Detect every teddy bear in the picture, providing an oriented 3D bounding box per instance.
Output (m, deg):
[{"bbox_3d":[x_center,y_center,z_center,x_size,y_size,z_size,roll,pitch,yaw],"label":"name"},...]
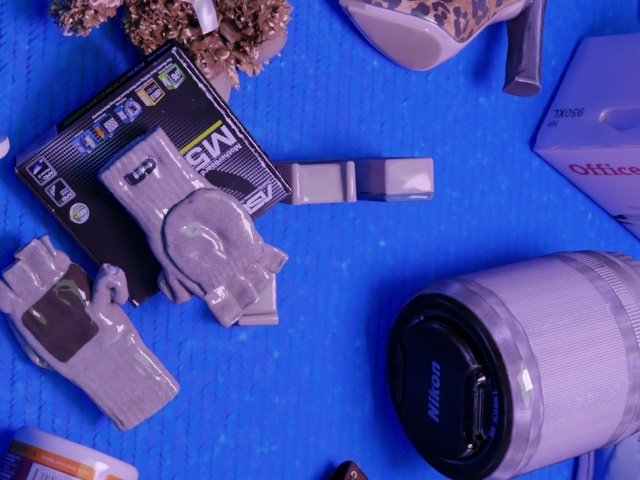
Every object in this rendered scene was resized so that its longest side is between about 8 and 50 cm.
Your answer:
[{"bbox_3d":[-0.151,-0.267,1.489,0.338,0.113,0.245,40,77,-38],"label":"teddy bear"}]

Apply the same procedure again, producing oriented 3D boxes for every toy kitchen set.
[{"bbox_3d":[0.000,0.000,1.610,0.207,0.122,0.166,-3,94,-15],"label":"toy kitchen set"}]

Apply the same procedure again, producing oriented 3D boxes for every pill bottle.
[{"bbox_3d":[-0.255,0.288,1.416,0.121,0.121,0.221,28,76,-33],"label":"pill bottle"}]

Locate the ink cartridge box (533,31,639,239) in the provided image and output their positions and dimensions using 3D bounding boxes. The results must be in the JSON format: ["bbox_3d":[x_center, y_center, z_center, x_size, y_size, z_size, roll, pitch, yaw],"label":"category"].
[{"bbox_3d":[0.487,-0.073,1.823,0.395,0.285,0.166,35,71,-32],"label":"ink cartridge box"}]

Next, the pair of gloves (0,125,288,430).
[{"bbox_3d":[-0.170,0.037,1.461,0.240,0.042,0.204,-45,111,3],"label":"pair of gloves"}]

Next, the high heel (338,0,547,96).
[{"bbox_3d":[0.134,-0.275,1.707,0.261,0.093,0.186,18,64,-26],"label":"high heel"}]

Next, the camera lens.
[{"bbox_3d":[0.226,0.131,1.689,0.274,0.219,0.219,-12,99,-35],"label":"camera lens"}]

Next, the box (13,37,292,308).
[{"bbox_3d":[-0.155,-0.061,1.469,0.190,0.045,0.184,-36,113,4],"label":"box"}]

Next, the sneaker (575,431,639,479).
[{"bbox_3d":[0.399,0.251,1.824,0.127,0.208,0.319,7,88,-34],"label":"sneaker"}]

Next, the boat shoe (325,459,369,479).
[{"bbox_3d":[-0.020,0.310,1.617,0.207,0.073,0.073,-43,114,-34],"label":"boat shoe"}]

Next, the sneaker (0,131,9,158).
[{"bbox_3d":[-0.345,-0.104,1.373,0.152,0.058,0.085,-9,106,-28],"label":"sneaker"}]
